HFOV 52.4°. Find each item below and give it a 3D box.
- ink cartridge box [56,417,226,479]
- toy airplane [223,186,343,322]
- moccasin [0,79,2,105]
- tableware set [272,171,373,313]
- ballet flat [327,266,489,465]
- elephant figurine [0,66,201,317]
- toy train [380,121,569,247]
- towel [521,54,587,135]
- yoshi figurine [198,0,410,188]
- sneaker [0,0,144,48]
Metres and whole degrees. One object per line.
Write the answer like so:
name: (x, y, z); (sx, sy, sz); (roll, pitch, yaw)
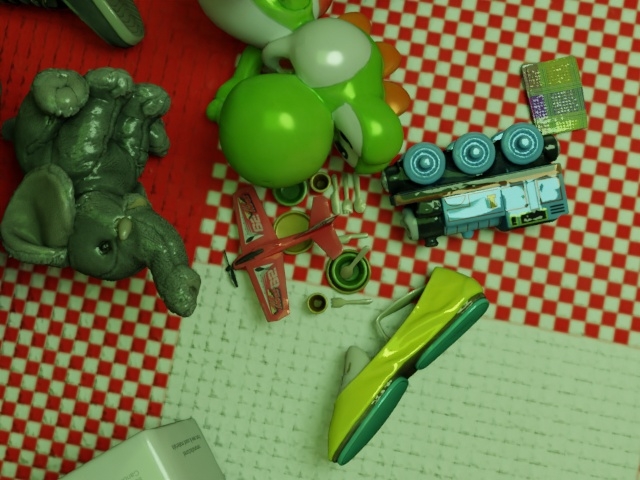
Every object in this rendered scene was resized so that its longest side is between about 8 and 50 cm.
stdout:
ink cartridge box: (-0.163, 0.400, 0.577); (0.279, 0.160, 0.384); (-30, 78, -3)
toy airplane: (-0.039, 0.002, 0.673); (0.151, 0.028, 0.151); (-4, 82, 29)
moccasin: (-0.376, -0.069, 0.629); (0.147, 0.139, 0.380); (-46, 58, 38)
tableware set: (0.000, 0.000, 0.691); (0.104, 0.024, 0.154); (-5, 86, 2)
ballet flat: (0.072, 0.119, 0.662); (0.077, 0.077, 0.231); (41, 85, 26)
elephant figurine: (-0.220, -0.032, 0.630); (0.169, 0.186, 0.239); (-1, 78, -22)
toy train: (0.156, -0.055, 0.664); (0.184, 0.080, 0.105); (-12, 91, 1)
towel: (0.252, -0.156, 0.700); (0.060, 0.009, 0.083); (-11, 86, 1)
yoshi figurine: (-0.072, -0.198, 0.632); (0.203, 0.203, 0.362); (-38, 83, 24)
sneaker: (-0.297, -0.271, 0.709); (0.118, 0.083, 0.222); (-41, 92, 18)
